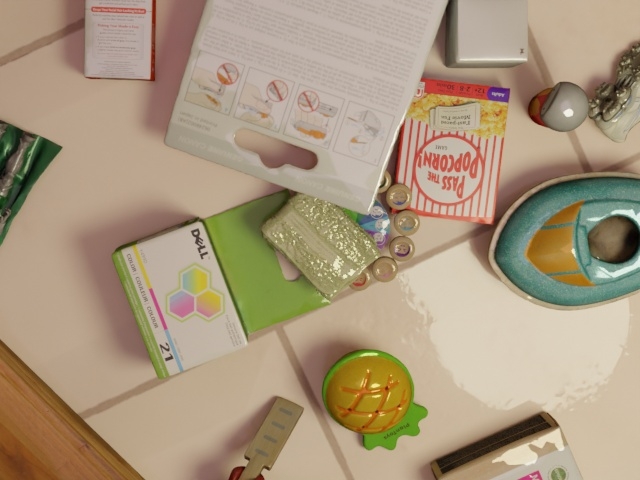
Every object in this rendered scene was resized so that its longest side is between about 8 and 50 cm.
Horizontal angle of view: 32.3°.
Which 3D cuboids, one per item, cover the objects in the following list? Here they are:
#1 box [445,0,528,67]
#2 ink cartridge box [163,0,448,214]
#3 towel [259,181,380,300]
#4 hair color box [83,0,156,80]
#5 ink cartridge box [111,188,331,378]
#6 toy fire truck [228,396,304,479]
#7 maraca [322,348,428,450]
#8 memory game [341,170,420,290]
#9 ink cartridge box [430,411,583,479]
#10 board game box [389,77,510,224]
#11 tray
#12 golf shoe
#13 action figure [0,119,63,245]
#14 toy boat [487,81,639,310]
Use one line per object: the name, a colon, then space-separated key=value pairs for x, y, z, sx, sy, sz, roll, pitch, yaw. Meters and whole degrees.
box: x=0.228 y=-0.291 z=1.524 sx=0.101 sy=0.087 sz=0.101 roll=-1 pitch=95 yaw=-3
ink cartridge box: x=-0.010 y=-0.265 z=1.505 sx=0.308 sy=0.091 sz=0.384 roll=19 pitch=99 yaw=2
towel: x=0.000 y=0.000 z=1.520 sx=0.148 sy=0.027 sz=0.110 roll=45 pitch=95 yaw=-6
hair color box: x=-0.273 y=-0.304 z=1.513 sx=0.093 sy=0.053 sz=0.167 roll=2 pitch=96 yaw=-2
ink cartridge box: x=-0.133 y=0.055 z=1.528 sx=0.255 sy=0.097 sz=0.188 roll=-21 pitch=95 yaw=-1
toy fire truck: x=-0.049 y=0.371 z=1.548 sx=0.217 sy=0.158 sz=0.246 roll=18 pitch=104 yaw=-4
maraca: x=0.077 y=0.227 z=1.557 sx=0.127 sy=0.099 sz=0.185 roll=-30 pitch=121 yaw=8
memory game: x=0.046 y=-0.018 z=1.538 sx=0.186 sy=0.012 sz=0.186 roll=0 pitch=101 yaw=2
ink cartridge box: x=0.292 y=0.394 z=1.584 sx=0.193 sy=0.088 sz=0.234 roll=-24 pitch=95 yaw=0
board game box: x=0.181 y=-0.126 z=1.555 sx=0.147 sy=0.045 sz=0.193 roll=6 pitch=95 yaw=-2
tray: x=-0.409 y=0.330 z=1.547 sx=0.203 sy=0.076 sz=0.411 roll=-44 pitch=96 yaw=1
golf shoe: x=0.453 y=-0.216 z=1.566 sx=0.176 sy=0.069 sz=0.086 roll=-46 pitch=128 yaw=-6
action figure: x=-0.465 y=-0.050 z=1.522 sx=0.137 sy=0.063 sz=0.232 roll=23 pitch=97 yaw=-8
toy boat: x=0.349 y=-0.059 z=1.520 sx=0.268 sy=0.148 sz=0.318 roll=-15 pitch=96 yaw=-2
